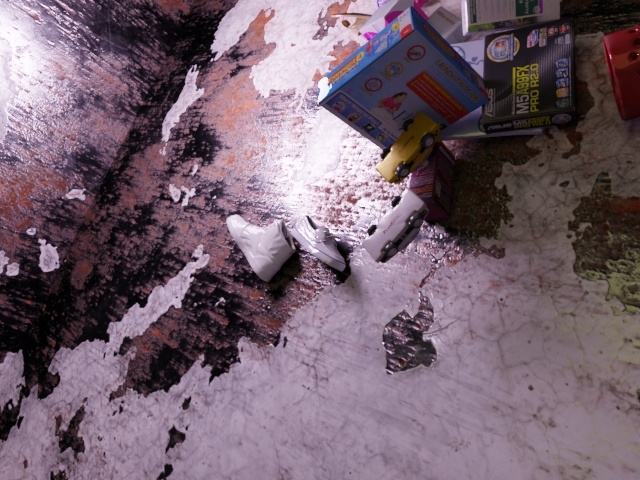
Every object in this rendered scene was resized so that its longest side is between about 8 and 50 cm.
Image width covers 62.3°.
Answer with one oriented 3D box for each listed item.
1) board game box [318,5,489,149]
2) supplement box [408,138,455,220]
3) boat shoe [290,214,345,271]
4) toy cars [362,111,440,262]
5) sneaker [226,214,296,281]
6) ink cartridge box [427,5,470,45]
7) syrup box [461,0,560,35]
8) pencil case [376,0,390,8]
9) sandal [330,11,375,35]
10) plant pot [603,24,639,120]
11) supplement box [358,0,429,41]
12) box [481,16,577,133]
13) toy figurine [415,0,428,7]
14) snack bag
[{"bbox_3d":[0.206,-0.375,1.332,0.302,0.308,0.086,-29,49,36],"label":"board game box"},{"bbox_3d":[0.294,-0.159,1.404,0.081,0.104,0.188,-7,63,38],"label":"supplement box"},{"bbox_3d":[0.000,0.000,1.569,0.258,0.095,0.084,40,99,43],"label":"boat shoe"},{"bbox_3d":[0.216,-0.125,1.324,0.176,0.087,0.393,-4,69,47],"label":"toy cars"},{"bbox_3d":[-0.186,-0.020,1.735,0.169,0.108,0.292,-45,56,10],"label":"sneaker"},{"bbox_3d":[0.349,-0.609,1.624,0.175,0.072,0.127,-42,47,15],"label":"ink cartridge box"},{"bbox_3d":[0.500,-0.611,1.402,0.237,0.096,0.093,-5,104,10],"label":"syrup box"},{"bbox_3d":[0.243,-0.857,1.808,0.088,0.086,0.206,-14,44,28],"label":"pencil case"},{"bbox_3d":[0.146,-0.769,1.882,0.240,0.079,0.088,7,29,25],"label":"sandal"},{"bbox_3d":[0.709,-0.368,1.117,0.174,0.191,0.191,-12,60,31],"label":"plant pot"},{"bbox_3d":[0.227,-0.681,1.673,0.114,0.111,0.220,-50,19,-4],"label":"supplement box"},{"bbox_3d":[0.523,-0.411,1.331,0.216,0.060,0.270,-1,70,28],"label":"box"},{"bbox_3d":[0.324,-0.853,1.767,0.159,0.130,0.173,-68,24,2],"label":"toy figurine"},{"bbox_3d":[0.441,-0.417,1.436,0.343,0.037,0.323,1,71,29],"label":"snack bag"}]
